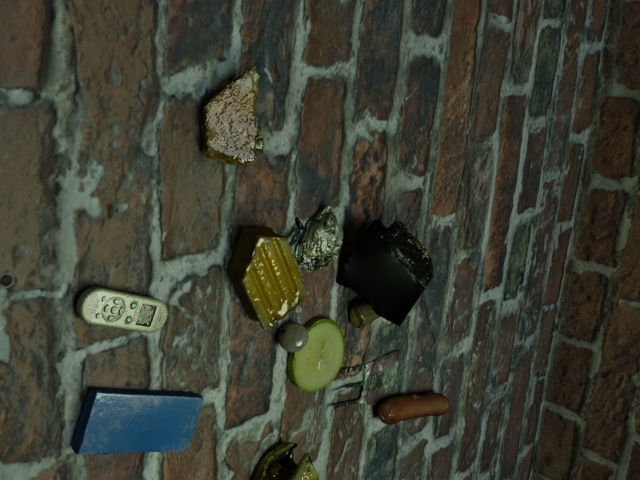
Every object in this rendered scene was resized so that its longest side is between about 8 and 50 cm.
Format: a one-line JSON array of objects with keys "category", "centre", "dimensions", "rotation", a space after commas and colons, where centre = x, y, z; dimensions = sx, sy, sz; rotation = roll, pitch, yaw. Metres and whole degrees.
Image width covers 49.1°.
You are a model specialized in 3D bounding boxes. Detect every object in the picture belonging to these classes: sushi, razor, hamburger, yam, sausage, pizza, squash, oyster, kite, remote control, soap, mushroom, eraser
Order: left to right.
[{"category": "remote control", "centre": [-0.421, 0.148, 1.495], "dimensions": [0.221, 0.042, 0.078], "rotation": [20, 87, -51]}, {"category": "eraser", "centre": [-0.408, 0.412, 1.601], "dimensions": [0.311, 0.042, 0.144], "rotation": [18, 88, -50]}, {"category": "pizza", "centre": [-0.202, -0.277, 1.584], "dimensions": [0.147, 0.069, 0.227], "rotation": [-10, 108, -24]}, {"category": "soap", "centre": [-0.138, 0.080, 1.754], "dimensions": [0.160, 0.080, 0.258], "rotation": [-38, 130, -23]}, {"category": "hamburger", "centre": [-0.100, 0.733, 1.969], "dimensions": [0.192, 0.167, 0.288], "rotation": [-25, 121, -44]}, {"category": "razor", "centre": [-0.088, 0.010, 1.840], "dimensions": [0.155, 0.028, 0.044], "rotation": [-53, 137, -23]}, {"category": "mushroom", "centre": [-0.077, 0.268, 1.921], "dimensions": [0.085, 0.085, 0.079], "rotation": [-47, 176, -28]}, {"category": "squash", "centre": [-0.009, 0.331, 2.032], "dimensions": [0.219, 0.041, 0.219], "rotation": [-19, 117, -44]}, {"category": "oyster", "centre": [0.000, 0.000, 1.918], "dimensions": [0.177, 0.064, 0.125], "rotation": [-51, 121, -10]}, {"category": "kite", "centre": [0.150, 0.460, 2.279], "dimensions": [0.360, 0.022, 0.204], "rotation": [7, 98, -54]}, {"category": "yam", "centre": [0.223, 0.177, 2.219], "dimensions": [0.356, 0.081, 0.081], "rotation": [-25, 121, -40]}, {"category": "sushi", "centre": [0.214, 0.071, 2.045], "dimensions": [0.212, 0.227, 0.215], "rotation": [-46, 167, -51]}, {"category": "sausage", "centre": [0.331, 0.588, 2.476], "dimensions": [0.418, 0.094, 0.094], "rotation": [9, 78, -50]}]
